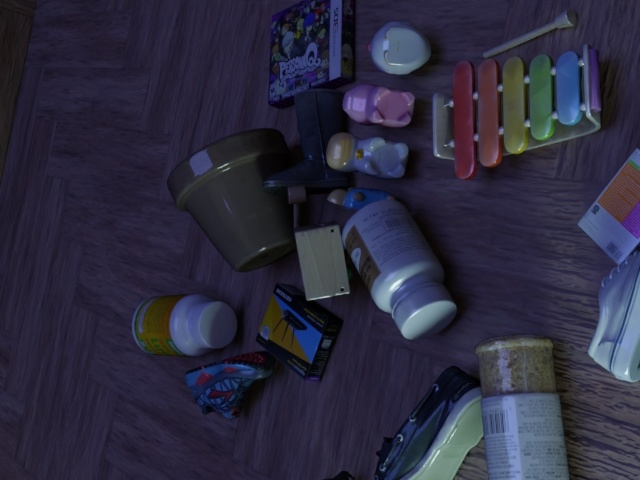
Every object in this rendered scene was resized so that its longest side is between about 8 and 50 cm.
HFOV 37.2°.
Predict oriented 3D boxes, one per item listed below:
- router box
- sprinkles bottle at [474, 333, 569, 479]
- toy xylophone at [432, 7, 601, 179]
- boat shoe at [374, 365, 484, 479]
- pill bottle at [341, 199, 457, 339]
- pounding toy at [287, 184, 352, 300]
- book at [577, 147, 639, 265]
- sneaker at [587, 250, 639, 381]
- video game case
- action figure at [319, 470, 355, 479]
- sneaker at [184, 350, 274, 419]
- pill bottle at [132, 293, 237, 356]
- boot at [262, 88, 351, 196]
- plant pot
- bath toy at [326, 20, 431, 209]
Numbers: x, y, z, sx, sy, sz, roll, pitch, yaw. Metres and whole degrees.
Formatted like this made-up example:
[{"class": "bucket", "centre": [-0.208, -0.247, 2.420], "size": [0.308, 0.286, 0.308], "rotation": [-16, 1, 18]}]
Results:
[{"class": "router box", "centre": [-0.044, 0.179, 1.875], "size": [0.179, 0.046, 0.133], "rotation": [31, 105, 47]}, {"class": "sprinkles bottle", "centre": [0.302, 0.320, 1.393], "size": [0.121, 0.121, 0.355], "rotation": [-20, 67, 45]}, {"class": "toy xylophone", "centre": [0.317, -0.238, 1.529], "size": [0.323, 0.081, 0.236], "rotation": [-23, 65, 44]}, {"class": "boat shoe", "centre": [0.152, 0.347, 1.555], "size": [0.340, 0.127, 0.113], "rotation": [-60, 43, 19]}, {"class": "pill bottle", "centre": [0.137, 0.051, 1.632], "size": [0.131, 0.131, 0.229], "rotation": [-51, 48, 29]}, {"class": "pounding toy", "centre": [-0.001, -0.006, 1.782], "size": [0.181, 0.094, 0.206], "rotation": [-123, 23, -85]}, {"class": "book", "centre": [0.450, -0.047, 1.374], "size": [0.144, 0.035, 0.096], "rotation": [-56, 49, 25]}, {"class": "sneaker", "centre": [0.435, 0.064, 1.318], "size": [0.091, 0.094, 0.258], "rotation": [27, 103, 44]}, {"class": "video game case", "centre": [-0.021, -0.403, 1.980], "size": [0.232, 0.042, 0.210], "rotation": [-11, 72, 47]}, {"class": "action figure", "centre": [0.040, 0.542, 1.634], "size": [0.164, 0.141, 0.275], "rotation": [-43, 37, 32]}, {"class": "sneaker", "centre": [-0.174, 0.305, 1.979], "size": [0.262, 0.104, 0.125], "rotation": [-22, 83, 49]}, {"class": "pill bottle", "centre": [-0.296, 0.186, 2.090], "size": [0.246, 0.136, 0.136], "rotation": [-6, 77, 48]}, {"class": "boot", "centre": [-0.031, -0.193, 1.855], "size": [0.076, 0.190, 0.208], "rotation": [147, 118, -68]}, {"class": "plant pot", "centre": [-0.148, -0.068, 1.927], "size": [0.263, 0.263, 0.229], "rotation": [-36, 74, 38]}, {"class": "bath toy", "centre": [0.103, -0.227, 1.746], "size": [0.129, 0.151, 0.348], "rotation": [-145, 69, -84]}]
